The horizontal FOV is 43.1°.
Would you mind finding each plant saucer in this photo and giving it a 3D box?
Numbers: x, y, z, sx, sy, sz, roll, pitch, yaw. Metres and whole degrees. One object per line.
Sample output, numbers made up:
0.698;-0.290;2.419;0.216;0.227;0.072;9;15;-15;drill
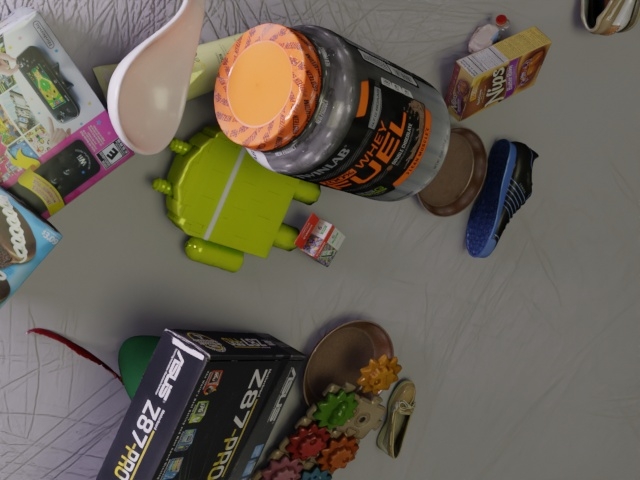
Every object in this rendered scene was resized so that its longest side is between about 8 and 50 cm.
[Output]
0.233;-0.126;1.476;0.168;0.029;0.169;-12;112;-30;plant saucer
0.045;0.232;1.478;0.198;0.036;0.199;-12;114;-29;plant saucer

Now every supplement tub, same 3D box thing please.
0.023;-0.179;1.165;0.338;0.207;0.207;10;101;-50;supplement tub

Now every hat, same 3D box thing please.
-0.294;0.175;1.244;0.173;0.183;0.209;-51;157;-30;hat

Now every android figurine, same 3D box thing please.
-0.127;-0.074;1.238;0.272;0.056;0.248;18;98;-39;android figurine

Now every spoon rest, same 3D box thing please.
-0.207;-0.247;1.050;0.137;0.084;0.277;24;74;-64;spoon rest

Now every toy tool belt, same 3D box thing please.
0.298;-0.354;1.429;0.083;0.052;0.051;-48;157;-6;toy tool belt

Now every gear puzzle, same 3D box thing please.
0.039;0.345;1.465;0.175;0.044;0.339;32;101;-38;gear puzzle

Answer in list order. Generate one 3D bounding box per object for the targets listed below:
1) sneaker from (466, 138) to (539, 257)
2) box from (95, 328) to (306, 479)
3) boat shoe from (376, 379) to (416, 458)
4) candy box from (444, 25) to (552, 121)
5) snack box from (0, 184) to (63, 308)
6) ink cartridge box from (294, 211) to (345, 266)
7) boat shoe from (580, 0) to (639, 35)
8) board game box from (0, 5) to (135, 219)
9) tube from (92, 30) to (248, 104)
0.351;-0.073;1.541;0.090;0.081;0.232;12;99;-29;sneaker
-0.201;0.330;1.239;0.395;0.097;0.318;-65;157;3;box
0.157;0.350;1.588;0.056;0.048;0.153;17;97;-37;boat shoe
0.310;-0.292;1.423;0.186;0.053;0.109;-27;152;-21;candy box
-0.475;-0.033;0.901;0.187;0.060;0.322;-51;126;-7;snack box
0.000;0.000;1.335;0.063;0.029;0.115;-59;157;-4;ink cartridge box
0.544;-0.528;1.483;0.103;0.113;0.303;-20;118;-33;boat shoe
-0.421;-0.112;1.005;0.303;0.097;0.224;-39;124;-14;board game box
-0.188;-0.232;1.138;0.240;0.070;0.062;-23;148;-21;tube
